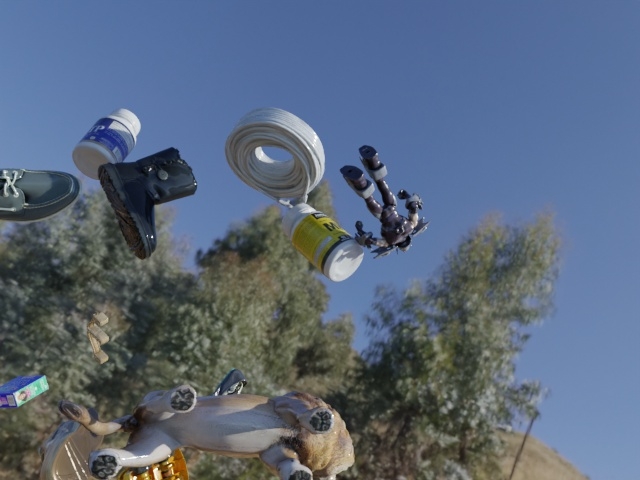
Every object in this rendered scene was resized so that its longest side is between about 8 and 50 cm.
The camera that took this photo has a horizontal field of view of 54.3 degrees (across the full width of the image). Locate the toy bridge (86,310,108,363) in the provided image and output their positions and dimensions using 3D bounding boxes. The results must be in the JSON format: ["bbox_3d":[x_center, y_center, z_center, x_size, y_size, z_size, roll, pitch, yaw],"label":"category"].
[{"bbox_3d":[-0.573,0.239,1.603,0.063,0.026,0.188,38,-44,20],"label":"toy bridge"}]

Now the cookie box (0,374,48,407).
[{"bbox_3d":[-0.753,0.376,1.556,0.092,0.107,0.040,-7,-80,20],"label":"cookie box"}]

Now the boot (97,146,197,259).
[{"bbox_3d":[-0.375,-0.095,1.457,0.094,0.207,0.246,-41,-106,52],"label":"boot"}]

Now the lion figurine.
[{"bbox_3d":[-0.124,0.246,0.811,0.392,0.142,0.240,18,-12,-12],"label":"lion figurine"}]

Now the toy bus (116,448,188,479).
[{"bbox_3d":[-0.568,0.762,1.986,0.211,0.220,0.149,-17,-93,30],"label":"toy bus"}]

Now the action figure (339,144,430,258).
[{"bbox_3d":[0.151,-0.077,1.469,0.099,0.185,0.285,29,-25,55],"label":"action figure"}]

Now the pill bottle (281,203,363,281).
[{"bbox_3d":[0.000,0.000,1.574,0.208,0.119,0.119,41,-16,35],"label":"pill bottle"}]

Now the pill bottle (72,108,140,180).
[{"bbox_3d":[-0.533,-0.249,1.579,0.112,0.187,0.112,8,-46,9],"label":"pill bottle"}]

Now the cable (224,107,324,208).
[{"bbox_3d":[-0.112,-0.217,1.584,0.257,0.089,0.257,27,-40,-10],"label":"cable"}]

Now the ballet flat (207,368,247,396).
[{"bbox_3d":[-0.270,0.427,1.662,0.074,0.203,0.074,29,-38,25],"label":"ballet flat"}]

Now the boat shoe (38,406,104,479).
[{"bbox_3d":[-0.632,0.532,1.549,0.341,0.110,0.122,-130,-161,-82],"label":"boat shoe"}]

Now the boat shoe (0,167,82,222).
[{"bbox_3d":[-0.695,-0.104,1.369,0.319,0.116,0.099,-6,-14,-6],"label":"boat shoe"}]
